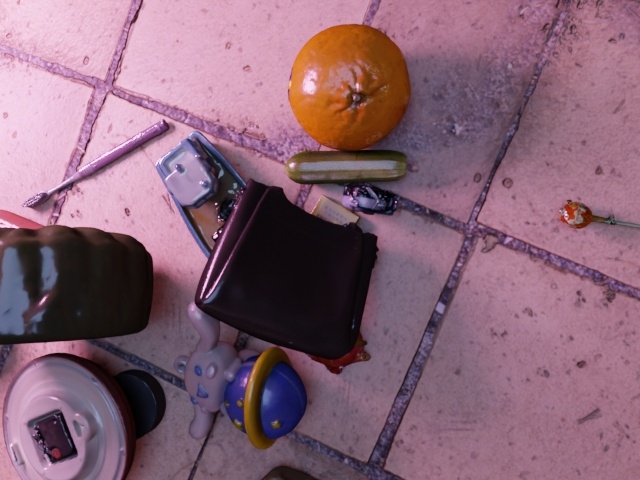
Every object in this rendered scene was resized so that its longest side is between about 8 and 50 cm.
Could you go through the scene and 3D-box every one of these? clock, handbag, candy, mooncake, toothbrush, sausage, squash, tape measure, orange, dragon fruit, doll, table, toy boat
[{"bbox_3d":[-0.501,0.377,1.211,0.318,0.080,0.319,2,95,23],"label":"clock"},{"bbox_3d":[-0.048,0.053,1.074,0.285,0.113,0.257,23,77,-14],"label":"handbag"},{"bbox_3d":[0.510,-0.033,1.081,0.184,0.049,0.056,10,47,4],"label":"candy"},{"bbox_3d":[-0.481,0.081,1.104,0.356,0.356,0.194,-3,85,10],"label":"mooncake"},{"bbox_3d":[-0.463,-0.153,1.265,0.354,0.029,0.024,-28,98,9],"label":"toothbrush"},{"bbox_3d":[-0.615,-0.016,1.275,0.154,0.062,0.062,21,93,10],"label":"sausage"},{"bbox_3d":[0.046,-0.137,1.153,0.228,0.066,0.066,0,89,10],"label":"squash"},{"bbox_3d":[0.088,-0.076,1.136,0.094,0.091,0.054,9,98,-7],"label":"tape measure"},{"bbox_3d":[0.051,-0.270,1.097,0.219,0.193,0.219,0,87,-7],"label":"orange"},{"bbox_3d":[0.021,0.190,1.155,0.112,0.068,0.126,-31,83,9],"label":"dragon fruit"},{"bbox_3d":[-0.142,0.236,1.134,0.242,0.159,0.311,11,122,35],"label":"doll"},{"bbox_3d":[-0.380,0.328,1.237,0.133,0.043,0.134,0,90,11],"label":"table"},{"bbox_3d":[-0.185,-0.047,1.161,0.145,0.133,0.332,-36,84,7],"label":"toy boat"}]

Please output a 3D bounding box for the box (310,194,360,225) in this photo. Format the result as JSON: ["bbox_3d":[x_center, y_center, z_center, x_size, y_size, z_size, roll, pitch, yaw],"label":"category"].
[{"bbox_3d":[0.000,0.000,1.182,0.089,0.022,0.156,30,95,10],"label":"box"}]

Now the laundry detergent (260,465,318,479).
[{"bbox_3d":[-0.072,0.567,1.155,0.181,0.091,0.253,23,93,4],"label":"laundry detergent"}]
